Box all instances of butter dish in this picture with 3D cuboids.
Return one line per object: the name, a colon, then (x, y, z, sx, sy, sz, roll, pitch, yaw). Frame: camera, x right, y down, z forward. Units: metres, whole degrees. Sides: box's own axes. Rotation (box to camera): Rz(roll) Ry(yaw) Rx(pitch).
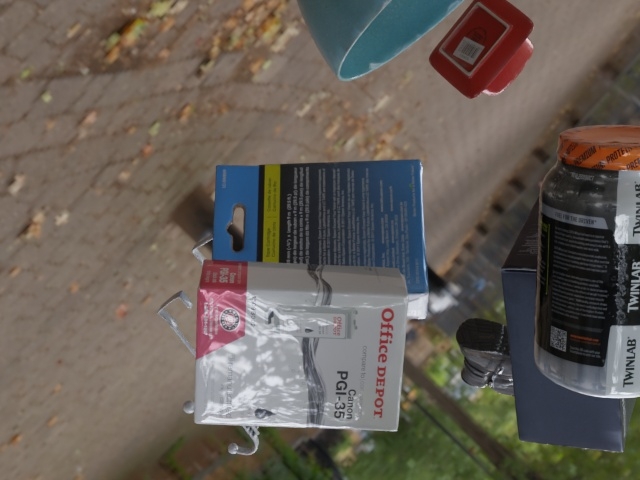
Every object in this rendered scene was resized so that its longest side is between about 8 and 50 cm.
butter dish: (0.286, -0.305, 1.825, 0.118, 0.160, 0.160, 29, 106, -41)

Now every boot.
boot: (0.485, 0.295, 2.586, 0.118, 0.338, 0.222, -58, 150, -26)

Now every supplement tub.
supplement tub: (0.397, 0.023, 1.496, 0.207, 0.207, 0.338, -34, 126, -60)

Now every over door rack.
over door rack: (-0.183, 0.182, 1.933, 0.108, 0.324, 0.239, -17, -157, 18)

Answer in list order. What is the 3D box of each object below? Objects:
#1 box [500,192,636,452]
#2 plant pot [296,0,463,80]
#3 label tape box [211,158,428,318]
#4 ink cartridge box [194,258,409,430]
box: (0.440, 0.120, 1.863, 0.312, 0.179, 0.343, -52, 137, -53)
plant pot: (0.072, -0.357, 1.302, 0.290, 0.195, 0.290, -38, 174, -5)
label tape box: (0.000, 0.000, 1.770, 0.106, 0.334, 0.240, 83, 6, -63)
ink cartridge box: (-0.027, 0.142, 1.518, 0.117, 0.283, 0.207, -98, -169, -74)
